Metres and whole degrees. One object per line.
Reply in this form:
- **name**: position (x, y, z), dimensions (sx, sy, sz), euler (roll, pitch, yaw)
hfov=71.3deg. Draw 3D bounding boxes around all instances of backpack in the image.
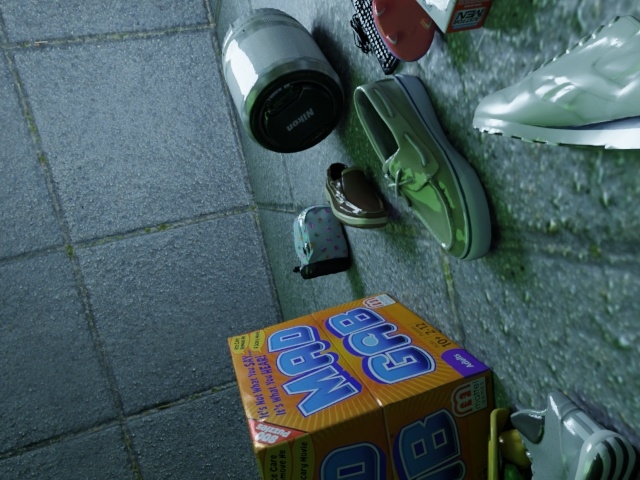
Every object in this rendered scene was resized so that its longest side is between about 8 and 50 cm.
- **backpack**: position (0.000, 0.000, 1.172), dimensions (0.115, 0.152, 0.181), euler (-32, 69, 58)

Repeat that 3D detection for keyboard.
- **keyboard**: position (0.074, -0.350, 0.725), dimensions (0.100, 0.038, 0.191), euler (111, 143, -66)

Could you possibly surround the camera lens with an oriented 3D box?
- **camera lens**: position (-0.086, -0.343, 0.968), dimensions (0.219, 0.220, 0.274), euler (95, 156, -52)

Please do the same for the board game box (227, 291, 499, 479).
- **board game box**: position (0.061, 0.355, 0.814), dimensions (0.356, 0.357, 0.356), euler (-145, 42, -69)

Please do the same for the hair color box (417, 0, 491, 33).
- **hair color box**: position (0.149, -0.313, 0.448), dimensions (0.167, 0.054, 0.093), euler (101, 150, -56)

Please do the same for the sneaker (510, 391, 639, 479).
- **sneaker**: position (0.271, 0.272, 0.520), dimensions (0.132, 0.086, 0.228), euler (-121, 31, -61)

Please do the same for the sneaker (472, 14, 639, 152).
- **sneaker**: position (0.216, -0.119, 0.354), dimensions (0.235, 0.090, 0.094), euler (-148, 59, -65)

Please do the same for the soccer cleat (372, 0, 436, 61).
- **soccer cleat**: position (0.095, -0.351, 0.602), dimensions (0.247, 0.083, 0.095), euler (69, -166, 5)

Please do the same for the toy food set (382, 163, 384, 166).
- **toy food set**: position (0.129, -0.141, 0.750), dimensions (0.083, 0.020, 0.082), euler (-126, 26, -56)

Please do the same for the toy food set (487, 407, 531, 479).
- **toy food set**: position (0.266, 0.339, 0.610), dimensions (0.128, 0.071, 0.217), euler (-37, -55, -65)

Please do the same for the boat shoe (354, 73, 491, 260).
- **boat shoe**: position (0.133, -0.102, 0.626), dimensions (0.109, 0.094, 0.302), euler (105, 148, -62)

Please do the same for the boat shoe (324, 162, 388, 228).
- **boat shoe**: position (0.061, -0.102, 0.907), dimensions (0.257, 0.095, 0.095), euler (-132, 37, -62)
